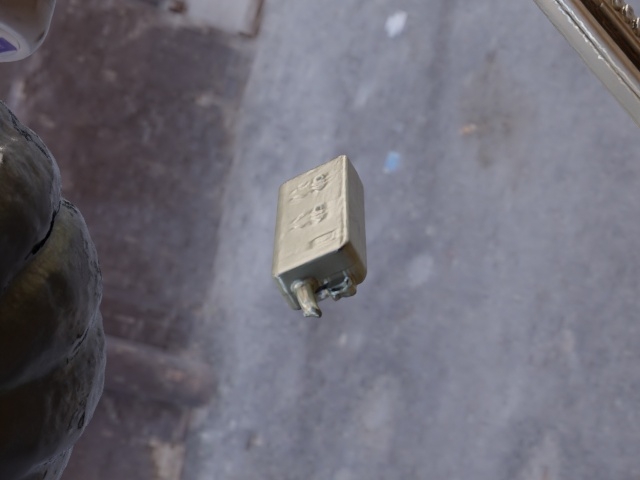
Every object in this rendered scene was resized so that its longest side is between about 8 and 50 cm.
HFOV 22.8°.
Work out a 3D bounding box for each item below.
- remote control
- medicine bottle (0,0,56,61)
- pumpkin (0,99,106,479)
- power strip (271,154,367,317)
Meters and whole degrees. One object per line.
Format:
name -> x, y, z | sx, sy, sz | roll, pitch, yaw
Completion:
remote control -> 0.263, -0.161, 1.392 | 0.049, 0.230, 0.090 | -29, 23, 37
medicine bottle -> -0.250, -0.255, 1.186 | 0.135, 0.135, 0.215 | -13, 63, 60
pumpkin -> -0.184, 0.026, 0.540 | 0.162, 0.220, 0.220 | -67, 2, -72
power strip -> 0.000, 0.000, 1.682 | 0.093, 0.053, 0.288 | -24, 23, 11
